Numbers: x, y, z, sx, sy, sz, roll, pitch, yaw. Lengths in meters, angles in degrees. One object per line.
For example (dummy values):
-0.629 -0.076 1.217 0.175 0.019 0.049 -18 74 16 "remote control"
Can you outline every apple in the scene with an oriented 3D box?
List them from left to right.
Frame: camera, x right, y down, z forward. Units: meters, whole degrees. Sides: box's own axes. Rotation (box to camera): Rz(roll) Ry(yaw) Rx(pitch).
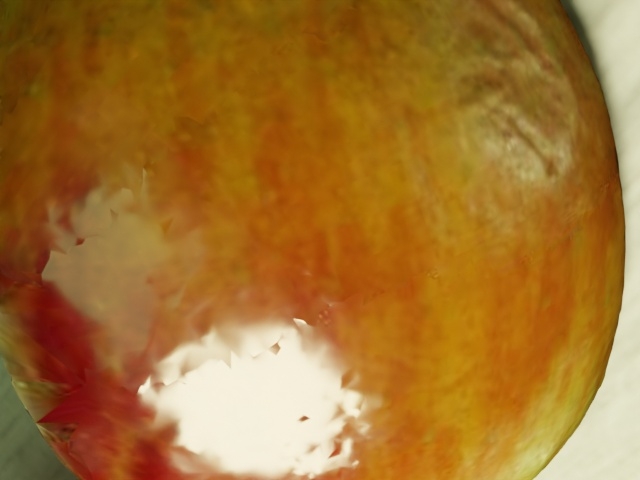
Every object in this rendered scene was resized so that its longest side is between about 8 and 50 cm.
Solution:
0.000 0.000 0.595 0.254 0.179 0.346 -19 108 2 "apple"
